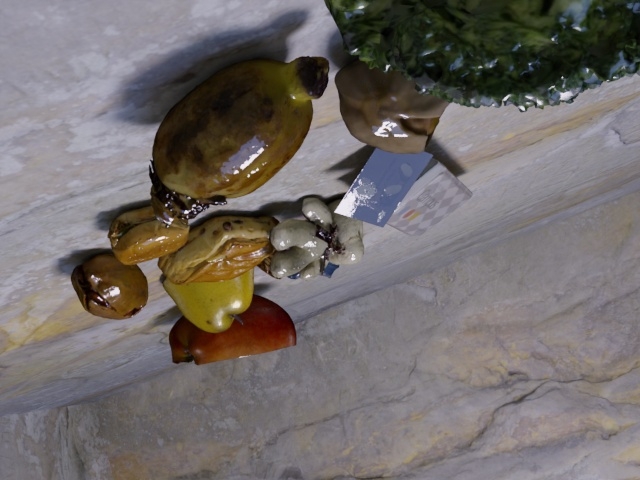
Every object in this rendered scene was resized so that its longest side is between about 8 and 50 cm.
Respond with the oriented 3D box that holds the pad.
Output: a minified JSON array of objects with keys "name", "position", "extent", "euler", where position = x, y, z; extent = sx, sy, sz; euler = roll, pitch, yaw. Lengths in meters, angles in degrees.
[{"name":"pad","position":[0.124,-0.112,1.429],"extent":[0.127,0.004,0.190],"euler":[16,121,-31]}]

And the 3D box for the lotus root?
[{"name":"lotus root","position":[-0.110,-0.144,0.949],"extent":[0.314,0.142,0.169],"euler":[-35,164,23]}]

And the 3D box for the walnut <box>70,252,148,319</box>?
[{"name":"walnut","position":[-0.433,0.095,1.508],"extent":[0.137,0.137,0.245],"euler":[-20,158,2]}]

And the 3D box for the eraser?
[{"name":"eraser","position":[0.211,-0.099,1.658],"extent":[0.213,0.082,0.396],"euler":[-39,162,12]}]

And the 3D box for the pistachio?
[{"name":"pistachio","position":[0.112,-0.197,1.033],"extent":[0.237,0.153,0.138],"euler":[-2,139,-48]}]

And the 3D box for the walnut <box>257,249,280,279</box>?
[{"name":"walnut","position":[-0.128,0.039,1.773],"extent":[0.052,0.121,0.091],"euler":[-49,175,-22]}]

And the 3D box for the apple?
[{"name":"apple","position":[-0.278,0.308,2.271],"extent":[0.364,0.295,0.329],"euler":[-4,134,-41]}]

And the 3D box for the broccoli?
[{"name":"broccoli","position":[0.174,-0.280,0.665],"extent":[0.375,0.302,0.249],"euler":[4,-156,31]}]

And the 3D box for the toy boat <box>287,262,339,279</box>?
[{"name":"toy boat","position":[-0.025,0.044,1.861],"extent":[0.142,0.129,0.309],"euler":[-36,165,10]}]

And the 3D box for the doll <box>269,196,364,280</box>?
[{"name":"doll","position":[0.000,0.004,1.616],"extent":[0.278,0.149,0.175],"euler":[-21,152,-43]}]

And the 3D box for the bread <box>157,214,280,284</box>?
[{"name":"bread","position":[-0.215,0.026,1.582],"extent":[0.235,0.099,0.210],"euler":[-28,165,32]}]

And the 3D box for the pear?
[{"name":"pear","position":[-0.268,0.143,1.836],"extent":[0.266,0.178,0.267],"euler":[-15,164,-5]}]

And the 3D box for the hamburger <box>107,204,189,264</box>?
[{"name":"hamburger","position":[-0.313,-0.013,1.327],"extent":[0.147,0.083,0.138],"euler":[-18,163,-19]}]
